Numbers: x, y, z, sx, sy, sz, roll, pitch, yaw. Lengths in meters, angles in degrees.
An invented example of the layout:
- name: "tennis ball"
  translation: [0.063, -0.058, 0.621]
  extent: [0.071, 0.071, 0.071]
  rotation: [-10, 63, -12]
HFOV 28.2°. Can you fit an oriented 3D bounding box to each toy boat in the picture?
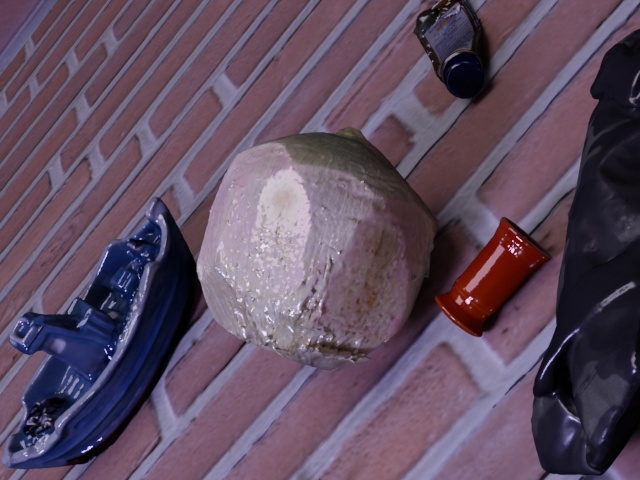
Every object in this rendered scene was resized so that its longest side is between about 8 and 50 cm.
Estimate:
- name: "toy boat"
  translation: [-0.232, 0.095, 1.289]
  extent: [0.129, 0.142, 0.309]
  rotation: [21, 79, 51]

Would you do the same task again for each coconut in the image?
- name: "coconut"
  translation: [-0.001, 0.000, 1.013]
  extent: [0.194, 0.194, 0.194]
  rotation: [-37, 33, 30]

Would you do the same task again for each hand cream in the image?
- name: "hand cream"
  translation: [0.121, -0.178, 1.164]
  extent: [0.062, 0.039, 0.163]
  rotation: [-45, 24, 22]

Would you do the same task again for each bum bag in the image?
- name: "bum bag"
  translation: [0.199, -0.014, 0.798]
  extent: [0.144, 0.095, 0.340]
  rotation: [113, 176, -60]

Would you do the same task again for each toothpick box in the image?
- name: "toothpick box"
  translation: [0.123, 0.028, 0.926]
  extent: [0.083, 0.047, 0.047]
  rotation: [-50, 29, 11]

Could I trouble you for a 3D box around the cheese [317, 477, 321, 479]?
- name: "cheese"
  translation: [-0.020, 0.211, 0.959]
  extent: [0.084, 0.041, 0.060]
  rotation: [-39, 21, 57]
